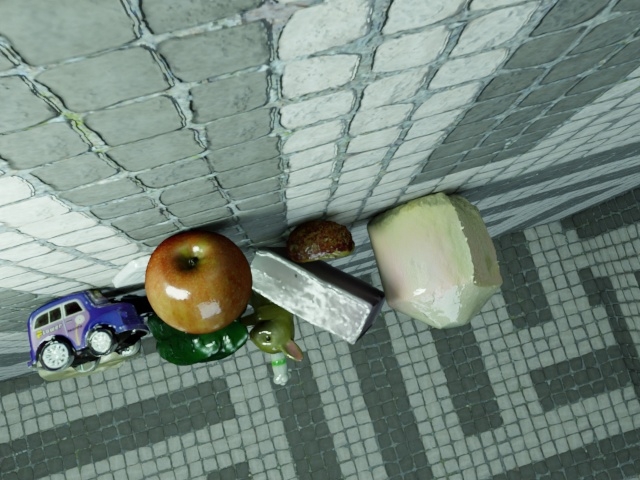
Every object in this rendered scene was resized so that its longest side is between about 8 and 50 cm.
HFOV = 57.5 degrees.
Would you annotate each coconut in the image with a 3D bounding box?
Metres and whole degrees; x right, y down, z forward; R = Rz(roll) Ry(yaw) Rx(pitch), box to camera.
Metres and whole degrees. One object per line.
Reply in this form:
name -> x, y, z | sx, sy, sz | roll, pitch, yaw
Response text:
coconut -> 0.277, 0.059, 1.392 | 0.298, 0.309, 0.297 | -17, 172, -2

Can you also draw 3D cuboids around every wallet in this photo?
wallet -> -0.332, 0.058, 1.151 | 0.124, 0.031, 0.183 | -8, 170, -35

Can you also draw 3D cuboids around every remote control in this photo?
remote control -> -0.445, 0.159, 1.410 | 0.399, 0.062, 0.144 | -11, 179, -9

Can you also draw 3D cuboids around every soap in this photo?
soap -> -0.001, 0.112, 1.357 | 0.107, 0.286, 0.296 | -63, 167, 4

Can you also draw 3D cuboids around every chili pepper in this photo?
chili pepper -> -0.323, 0.231, 1.611 | 0.249, 0.233, 0.257 | -23, -174, -37

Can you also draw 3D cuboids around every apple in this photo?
apple -> -0.206, 0.066, 0.982 | 0.181, 0.180, 0.168 | -16, 148, -6

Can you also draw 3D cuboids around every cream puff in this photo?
cream puff -> 0.000, 0.000, 1.220 | 0.149, 0.084, 0.149 | -6, 180, 0

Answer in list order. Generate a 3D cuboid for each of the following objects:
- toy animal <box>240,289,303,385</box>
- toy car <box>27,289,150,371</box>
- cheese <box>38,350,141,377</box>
toy animal -> -0.162, 0.260, 1.811 | 0.181, 0.362, 0.181 | 4, 159, -27
toy car -> -0.496, 0.189, 1.247 | 0.235, 0.157, 0.172 | -19, 168, -2
cheese -> -0.687, 0.337, 1.769 | 0.327, 0.115, 0.318 | -19, 167, 24
